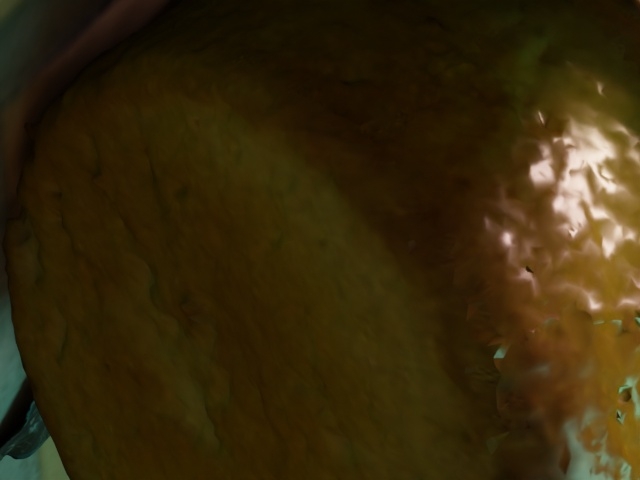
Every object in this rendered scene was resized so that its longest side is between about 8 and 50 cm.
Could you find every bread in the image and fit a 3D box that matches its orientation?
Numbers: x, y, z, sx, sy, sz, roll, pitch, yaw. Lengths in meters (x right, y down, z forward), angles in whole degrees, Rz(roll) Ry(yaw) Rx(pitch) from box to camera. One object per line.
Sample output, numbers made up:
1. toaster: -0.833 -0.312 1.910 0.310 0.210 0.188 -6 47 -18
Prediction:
1. bread: 0.018 0.022 0.583 0.146 0.268 0.268 -29 157 -38

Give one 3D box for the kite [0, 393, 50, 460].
1. kite: -0.025 -0.035 0.820 0.368 0.014 0.406 -50 170 -12
